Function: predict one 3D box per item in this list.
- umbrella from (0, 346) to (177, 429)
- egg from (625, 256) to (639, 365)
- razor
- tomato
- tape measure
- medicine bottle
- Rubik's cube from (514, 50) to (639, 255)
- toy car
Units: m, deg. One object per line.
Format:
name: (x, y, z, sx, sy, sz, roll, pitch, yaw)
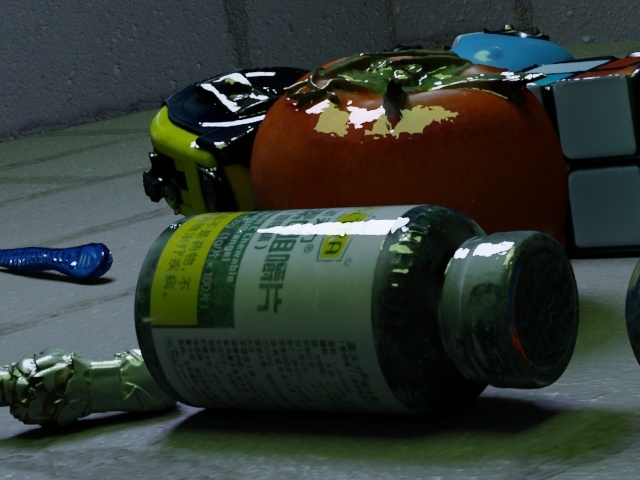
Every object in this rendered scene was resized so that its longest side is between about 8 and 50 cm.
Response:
umbrella: (-0.173, 0.103, 1.434, 0.143, 0.062, 0.067, -2, 40, -5)
egg: (0.269, 0.040, 1.173, 0.181, 0.141, 0.141, -2, 8, -9)
razor: (-0.319, 0.015, 2.141, 0.324, 0.093, 0.056, 6, -19, 45)
tomato: (0.070, -0.044, 1.584, 0.255, 0.224, 0.256, -7, 20, 3)
tape measure: (-0.066, -0.087, 1.753, 0.199, 0.112, 0.186, -23, 25, -29)
medicine bottle: (0.025, 0.047, 1.343, 0.293, 0.141, 0.141, -1, 12, 35)
Rubik's cube: (0.258, -0.082, 1.847, 0.180, 0.167, 0.183, -4, 9, 30)
toy car: (0.183, -0.120, 2.099, 0.255, 0.188, 0.190, -10, 17, -28)
